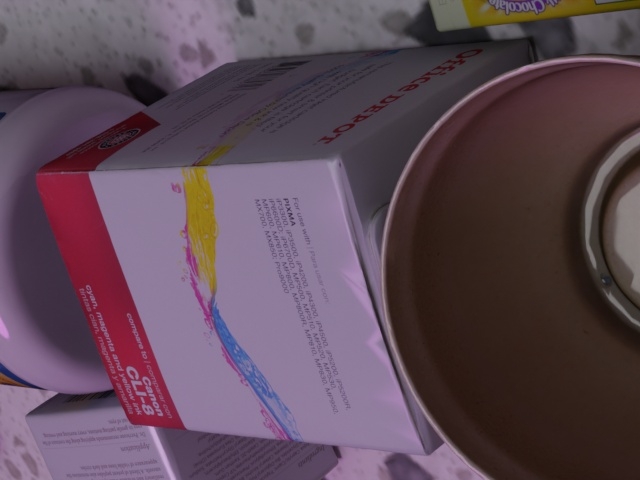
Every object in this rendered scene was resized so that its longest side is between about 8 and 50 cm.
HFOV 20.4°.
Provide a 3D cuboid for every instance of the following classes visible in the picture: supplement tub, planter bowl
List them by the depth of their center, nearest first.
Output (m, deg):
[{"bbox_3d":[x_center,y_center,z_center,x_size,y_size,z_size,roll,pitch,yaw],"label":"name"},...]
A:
[{"bbox_3d":[0.118,0.009,0.626,0.162,0.109,0.162,8,106,29],"label":"planter bowl"},{"bbox_3d":[-0.168,-0.002,0.881,0.200,0.144,0.144,2,116,44],"label":"supplement tub"}]

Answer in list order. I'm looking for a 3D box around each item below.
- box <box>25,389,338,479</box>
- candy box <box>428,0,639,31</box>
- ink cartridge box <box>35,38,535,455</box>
[{"bbox_3d":[-0.068,0.100,0.882,0.101,0.102,0.087,-11,104,46],"label":"box"},{"bbox_3d":[0.110,-0.133,0.620,0.206,0.027,0.105,0,119,43],"label":"candy box"},{"bbox_3d":[0.000,0.000,0.733,0.176,0.128,0.127,0,115,44],"label":"ink cartridge box"}]
